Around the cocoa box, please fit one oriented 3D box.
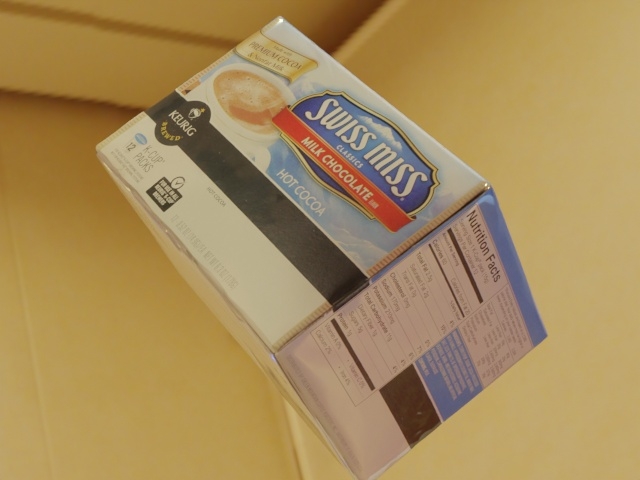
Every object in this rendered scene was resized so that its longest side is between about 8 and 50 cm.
[{"bbox_3d":[0.000,0.000,1.229,0.228,0.347,0.231,-38,-43,-8],"label":"cocoa box"}]
